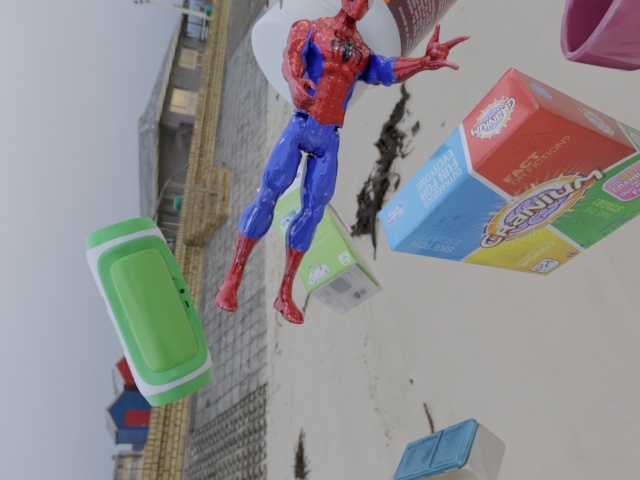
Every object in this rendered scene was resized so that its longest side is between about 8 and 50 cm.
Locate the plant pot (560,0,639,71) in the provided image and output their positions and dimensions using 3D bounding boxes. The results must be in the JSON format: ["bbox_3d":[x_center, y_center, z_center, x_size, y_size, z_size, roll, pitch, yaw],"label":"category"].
[{"bbox_3d":[0.304,-0.215,0.333,0.201,0.180,0.201,15,-90,-80],"label":"plant pot"}]

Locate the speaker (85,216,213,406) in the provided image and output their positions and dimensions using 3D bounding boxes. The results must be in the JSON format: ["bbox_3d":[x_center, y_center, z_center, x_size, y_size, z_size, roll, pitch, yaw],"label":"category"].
[{"bbox_3d":[-0.285,0.116,0.787,0.296,0.131,0.131,69,164,-1],"label":"speaker"}]

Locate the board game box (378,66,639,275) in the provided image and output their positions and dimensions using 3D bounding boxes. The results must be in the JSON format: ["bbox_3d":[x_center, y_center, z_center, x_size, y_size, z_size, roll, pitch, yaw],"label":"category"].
[{"bbox_3d":[0.272,-0.058,0.602,0.242,0.317,0.064,-51,41,42],"label":"board game box"}]

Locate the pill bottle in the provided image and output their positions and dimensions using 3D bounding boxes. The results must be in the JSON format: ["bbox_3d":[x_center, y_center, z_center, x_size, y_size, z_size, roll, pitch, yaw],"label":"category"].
[{"bbox_3d":[0.082,-0.399,0.773,0.392,0.224,0.224,-51,7,-17],"label":"pill bottle"}]

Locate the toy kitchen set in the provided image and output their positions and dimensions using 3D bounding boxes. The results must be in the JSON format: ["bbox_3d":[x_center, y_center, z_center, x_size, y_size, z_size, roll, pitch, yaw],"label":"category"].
[{"bbox_3d":[0.049,0.238,0.442,0.207,0.166,0.122,-49,-2,-43],"label":"toy kitchen set"}]

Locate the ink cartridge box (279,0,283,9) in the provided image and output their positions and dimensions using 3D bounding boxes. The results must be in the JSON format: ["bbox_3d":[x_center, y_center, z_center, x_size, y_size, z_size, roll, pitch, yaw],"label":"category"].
[{"bbox_3d":[-0.062,-0.308,0.422,0.180,0.060,0.104,114,161,-83],"label":"ink cartridge box"}]

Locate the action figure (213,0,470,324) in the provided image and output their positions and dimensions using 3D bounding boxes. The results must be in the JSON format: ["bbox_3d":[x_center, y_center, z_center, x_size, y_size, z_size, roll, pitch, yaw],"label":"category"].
[{"bbox_3d":[0.004,-0.066,0.344,0.139,0.092,0.280,28,103,66],"label":"action figure"}]

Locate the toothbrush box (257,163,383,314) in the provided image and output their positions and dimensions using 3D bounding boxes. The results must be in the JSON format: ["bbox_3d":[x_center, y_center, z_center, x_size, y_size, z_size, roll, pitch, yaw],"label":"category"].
[{"bbox_3d":[0.000,0.000,1.041,0.283,0.122,0.206,60,-172,30],"label":"toothbrush box"}]
